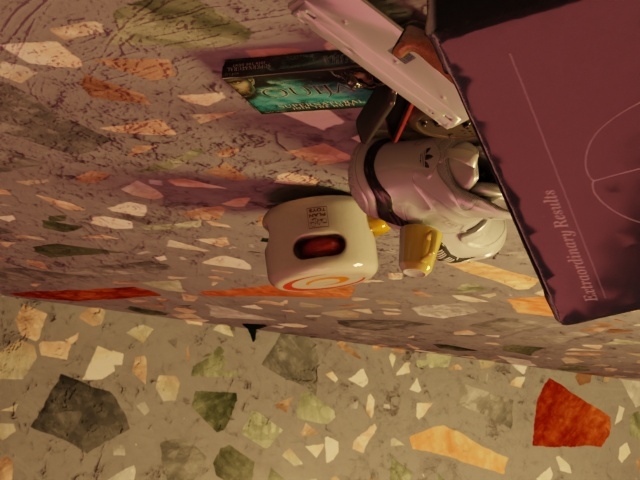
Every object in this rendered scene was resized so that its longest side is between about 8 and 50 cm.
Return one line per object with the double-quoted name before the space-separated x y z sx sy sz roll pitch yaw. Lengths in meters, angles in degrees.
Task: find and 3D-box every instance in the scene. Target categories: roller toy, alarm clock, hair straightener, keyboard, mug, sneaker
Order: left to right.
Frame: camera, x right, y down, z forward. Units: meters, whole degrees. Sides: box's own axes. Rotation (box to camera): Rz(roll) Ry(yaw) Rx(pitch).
"roller toy" 0.000 0.000 1.847 0.191 0.146 0.209 5 163 -44
"hair straightener" 0.077 -0.179 1.237 0.089 0.047 0.230 -7 159 -18
"keyboard" 0.081 -0.199 1.169 0.256 0.014 0.072 31 137 -31
"mug" 0.137 0.015 1.530 0.062 0.064 0.078 7 160 14
"alarm clock" 0.167 -0.162 1.346 0.129 0.064 0.192 4 169 -1
"sneaker" 0.222 -0.058 1.571 0.210 0.137 0.365 -5 160 40

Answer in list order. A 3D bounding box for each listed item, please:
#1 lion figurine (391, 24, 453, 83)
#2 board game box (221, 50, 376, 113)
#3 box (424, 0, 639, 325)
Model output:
"lion figurine" 0.215 -0.188 0.960 0.240 0.142 0.392 30 170 -3
"board game box" -0.012 -0.194 1.329 0.186 0.026 0.126 -2 165 21
"box" 0.303 -0.145 0.720 0.395 0.212 0.293 -15 134 19
